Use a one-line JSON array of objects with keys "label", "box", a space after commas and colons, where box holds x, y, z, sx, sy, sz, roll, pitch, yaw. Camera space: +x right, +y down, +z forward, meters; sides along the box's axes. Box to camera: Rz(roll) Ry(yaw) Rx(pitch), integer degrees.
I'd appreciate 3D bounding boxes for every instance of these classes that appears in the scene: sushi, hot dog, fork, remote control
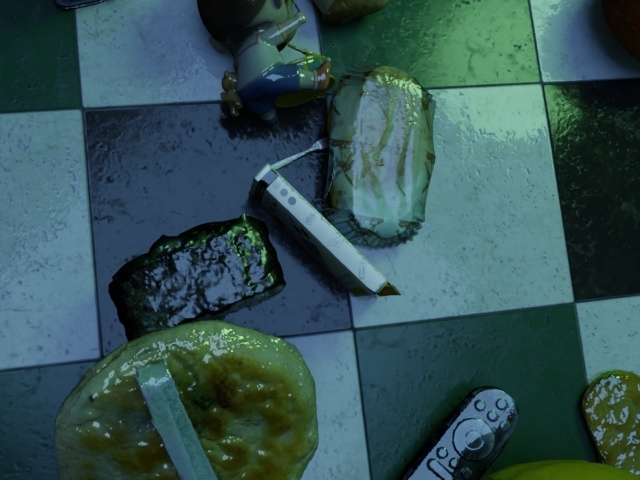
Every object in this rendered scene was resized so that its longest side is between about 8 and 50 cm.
[{"label": "sushi", "box": [-0.163, 0.050, 0.895, 0.225, 0.124, 0.127, -23, 84, -5]}, {"label": "hot dog", "box": [0.085, -0.124, 0.981, 0.163, 0.082, 0.270, 5, 86, -9]}, {"label": "fork", "box": [-0.026, -0.128, 0.996, 0.115, 0.012, 0.016, -25, 81, -11]}, {"label": "remote control", "box": [0.180, 0.320, 0.957, 0.090, 0.066, 0.266, 40, 83, 11]}]

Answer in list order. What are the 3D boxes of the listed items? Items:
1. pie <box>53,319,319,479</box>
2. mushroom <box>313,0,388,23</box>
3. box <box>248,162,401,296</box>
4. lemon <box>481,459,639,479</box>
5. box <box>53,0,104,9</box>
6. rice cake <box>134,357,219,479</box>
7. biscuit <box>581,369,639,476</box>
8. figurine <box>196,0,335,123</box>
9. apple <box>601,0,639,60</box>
[{"label": "pie", "box": [-0.155, 0.239, 0.846, 0.338, 0.075, 0.337, -6, 110, -15]}, {"label": "mushroom", "box": [-0.023, -0.480, 1.001, 0.123, 0.095, 0.351, -34, 88, 6]}, {"label": "box", "box": [0.000, 0.000, 0.925, 0.247, 0.129, 0.033, 44, 79, -1]}, {"label": "lemon", "box": [0.353, 0.448, 0.832, 0.364, 0.364, 0.364, 1, 83, -9]}, {"label": "box", "box": [-0.365, -0.515, 0.899, 0.112, 0.190, 0.369, -18, 88, -11]}, {"label": "rice cake", "box": [-0.161, 0.232, 0.783, 0.043, 0.034, 0.210, -24, 113, -15]}, {"label": "biscuit", "box": [0.476, 0.316, 1.018, 0.118, 0.029, 0.247, -20, 87, -5]}, {"label": "figurine", "box": [-0.086, -0.311, 0.947, 0.158, 0.161, 0.275, -18, 88, -52]}, {"label": "apple", "box": [0.554, -0.393, 1.021, 0.254, 0.253, 0.253, 1, 83, -9]}]
